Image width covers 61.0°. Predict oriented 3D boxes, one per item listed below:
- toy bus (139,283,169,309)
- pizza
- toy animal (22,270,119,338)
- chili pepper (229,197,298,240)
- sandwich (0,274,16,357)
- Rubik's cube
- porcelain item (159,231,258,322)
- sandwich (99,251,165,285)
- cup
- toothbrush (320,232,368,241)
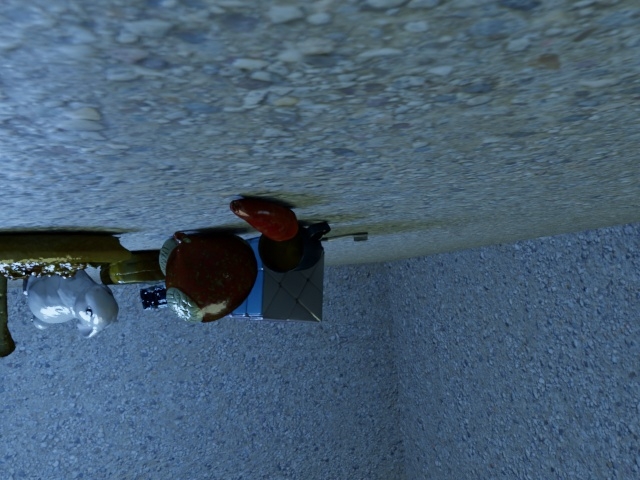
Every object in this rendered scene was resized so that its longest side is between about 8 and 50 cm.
[{"bbox_3d":[-0.506,0.180,1.783,0.160,0.079,0.091,-12,179,28],"label":"toy bus"},{"bbox_3d":[-0.568,0.027,1.099,0.257,0.087,0.268,-9,172,14],"label":"pizza"},{"bbox_3d":[-0.787,0.202,1.746,0.357,0.258,0.194,18,-162,30],"label":"toy animal"},{"bbox_3d":[-0.086,-0.036,0.967,0.071,0.063,0.272,-19,169,12],"label":"chili pepper"},{"bbox_3d":[-0.816,0.146,1.218,0.226,0.251,0.087,-3,-171,-32],"label":"sandwich"},{"bbox_3d":[-0.142,0.123,1.585,0.221,0.231,0.224,12,165,-40],"label":"Rubik's cube"},{"bbox_3d":[-0.279,0.064,1.296,0.252,0.253,0.253,-5,175,0],"label":"porcelain item"},{"bbox_3d":[-0.547,0.094,1.737,0.271,0.099,0.301,-6,178,-32],"label":"sandwich"},{"bbox_3d":[-0.050,0.017,1.277,0.150,0.114,0.138,-5,177,18],"label":"cup"},{"bbox_3d":[0.000,0.000,1.633,0.288,0.026,0.024,-5,171,3],"label":"toothbrush"}]
